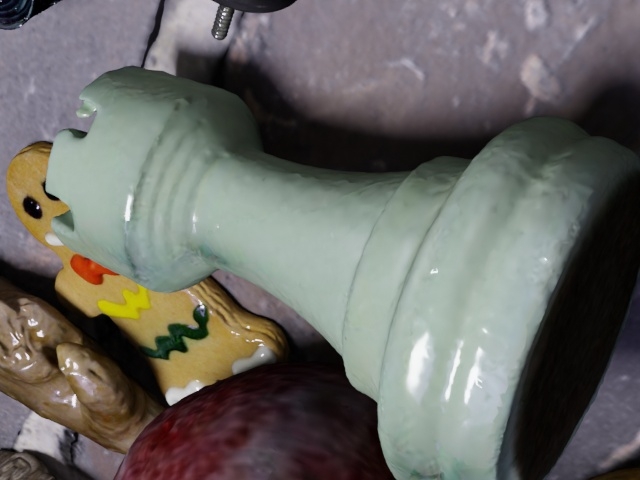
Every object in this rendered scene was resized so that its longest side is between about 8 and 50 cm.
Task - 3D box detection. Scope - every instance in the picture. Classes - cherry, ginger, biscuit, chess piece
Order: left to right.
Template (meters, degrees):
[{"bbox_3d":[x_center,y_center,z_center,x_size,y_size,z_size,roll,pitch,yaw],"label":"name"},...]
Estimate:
[{"bbox_3d":[-0.226,0.088,0.803,0.333,0.080,0.166,37,162,7],"label":"ginger"},{"bbox_3d":[-0.138,0.030,0.747,0.240,0.035,0.158,46,132,-10],"label":"biscuit"},{"bbox_3d":[-0.033,0.193,0.654,0.230,0.300,0.203,-18,111,18],"label":"cherry"},{"bbox_3d":[0.000,0.000,0.546,0.299,0.194,0.194,21,134,27],"label":"chess piece"}]

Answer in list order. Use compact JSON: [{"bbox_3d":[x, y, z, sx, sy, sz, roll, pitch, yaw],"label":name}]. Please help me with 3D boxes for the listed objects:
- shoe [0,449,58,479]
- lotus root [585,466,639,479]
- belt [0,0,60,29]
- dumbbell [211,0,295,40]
[{"bbox_3d":[-0.345,0.321,1.006,0.351,0.172,0.198,1,116,45],"label":"shoe"},{"bbox_3d":[0.193,0.235,0.640,0.169,0.141,0.314,31,126,2],"label":"lotus root"},{"bbox_3d":[-0.197,-0.189,0.589,0.105,0.058,0.140,-18,118,46],"label":"belt"},{"bbox_3d":[-0.032,-0.157,0.505,0.069,0.069,0.147,32,135,5],"label":"dumbbell"}]
